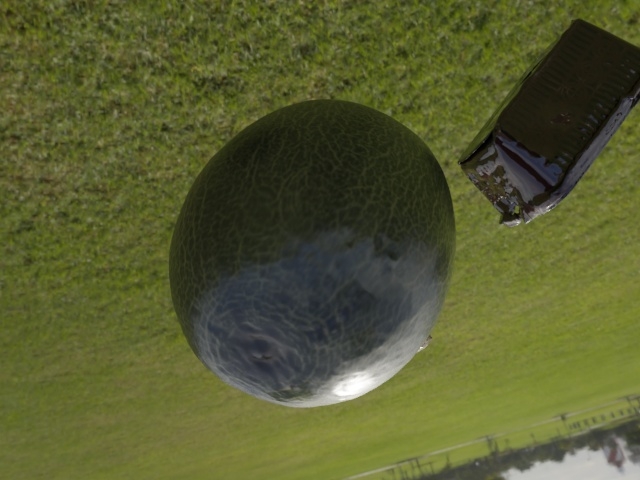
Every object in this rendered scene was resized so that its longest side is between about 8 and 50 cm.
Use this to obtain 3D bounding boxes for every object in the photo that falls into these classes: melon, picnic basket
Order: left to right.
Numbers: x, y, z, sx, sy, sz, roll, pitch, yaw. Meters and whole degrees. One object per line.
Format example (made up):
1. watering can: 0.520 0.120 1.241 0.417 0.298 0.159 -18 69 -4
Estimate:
1. melon: 0.000 0.000 0.534 0.238 0.301 0.237 9 124 13
2. picnic basket: 0.324 -0.174 0.858 0.297 0.129 0.222 -51 178 -11

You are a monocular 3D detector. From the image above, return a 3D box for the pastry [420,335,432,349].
1. pastry: 0.157 0.234 1.360 0.182 0.093 0.192 -29 166 16
